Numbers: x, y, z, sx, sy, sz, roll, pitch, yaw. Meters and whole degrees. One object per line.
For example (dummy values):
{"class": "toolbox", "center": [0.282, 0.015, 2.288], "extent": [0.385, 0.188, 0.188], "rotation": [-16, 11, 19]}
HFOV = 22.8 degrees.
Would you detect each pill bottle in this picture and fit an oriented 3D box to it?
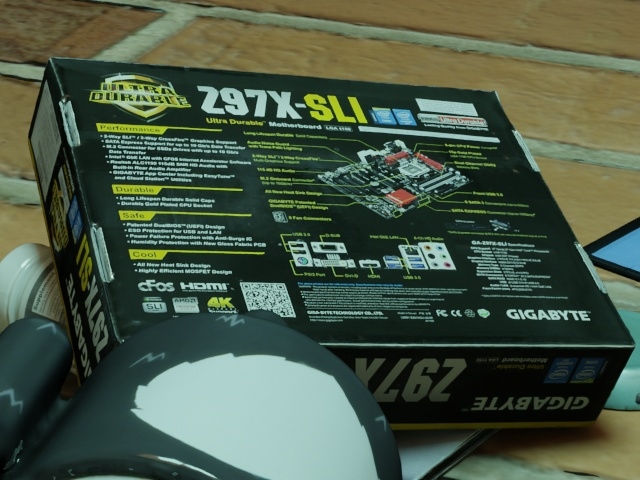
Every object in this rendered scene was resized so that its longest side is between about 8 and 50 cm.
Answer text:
{"class": "pill bottle", "center": [-0.143, 0.050, 1.013], "extent": [0.137, 0.078, 0.078], "rotation": [18, 29, 33]}

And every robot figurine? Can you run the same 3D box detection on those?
{"class": "robot figurine", "center": [-0.057, 0.137, 0.712], "extent": [0.209, 0.173, 0.278], "rotation": [7, 25, 12]}

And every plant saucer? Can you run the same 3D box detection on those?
{"class": "plant saucer", "center": [0.194, 0.073, 1.049], "extent": [0.119, 0.021, 0.119], "rotation": [2, 24, -1]}

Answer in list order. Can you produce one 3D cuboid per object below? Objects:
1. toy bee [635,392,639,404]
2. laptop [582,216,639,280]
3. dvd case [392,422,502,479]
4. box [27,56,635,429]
{"class": "toy bee", "center": [0.225, 0.153, 0.763], "extent": [0.298, 0.162, 0.195], "rotation": [18, 8, -24]}
{"class": "laptop", "center": [0.367, -0.045, 1.174], "extent": [0.234, 0.264, 0.136], "rotation": [-25, 72, -43]}
{"class": "dvd case", "center": [0.010, 0.106, 0.971], "extent": [0.165, 0.018, 0.221], "rotation": [19, 30, 34]}
{"class": "box", "center": [0.000, 0.000, 0.980], "extent": [0.322, 0.079, 0.257], "rotation": [2, 40, -22]}
